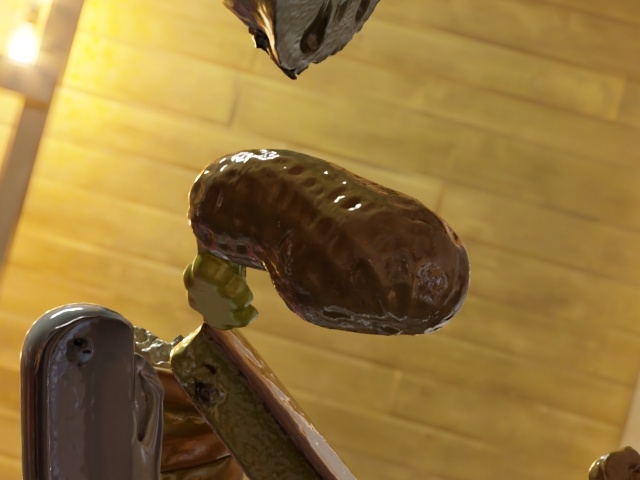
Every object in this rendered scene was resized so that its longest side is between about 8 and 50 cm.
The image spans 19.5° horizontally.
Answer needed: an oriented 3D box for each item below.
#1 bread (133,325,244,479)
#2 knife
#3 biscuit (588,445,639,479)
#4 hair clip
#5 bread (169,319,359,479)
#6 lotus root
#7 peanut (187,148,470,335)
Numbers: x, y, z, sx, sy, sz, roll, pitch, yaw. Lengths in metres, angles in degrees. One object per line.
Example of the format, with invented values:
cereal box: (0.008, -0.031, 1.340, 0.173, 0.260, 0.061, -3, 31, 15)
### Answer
bread: (-0.251, 0.249, 2.497, 0.315, 0.270, 0.211, 14, -5, 20)
knife: (-0.117, 0.164, 0.959, 0.073, 0.266, 0.040, -2, 8, -23)
biscuit: (0.300, 0.267, 1.529, 0.225, 0.166, 0.036, 39, -38, -19)
hair clip: (-0.086, 0.023, 1.637, 0.072, 0.046, 0.173, 25, -38, 15)
bread: (-0.022, 0.230, 1.841, 0.361, 0.077, 0.138, 52, 3, -5)
lotus root: (-0.002, -0.296, 1.689, 0.149, 0.267, 0.260, 41, -33, 18)
peanut: (0.000, 0.000, 1.267, 0.226, 0.108, 0.095, 26, -19, 31)
